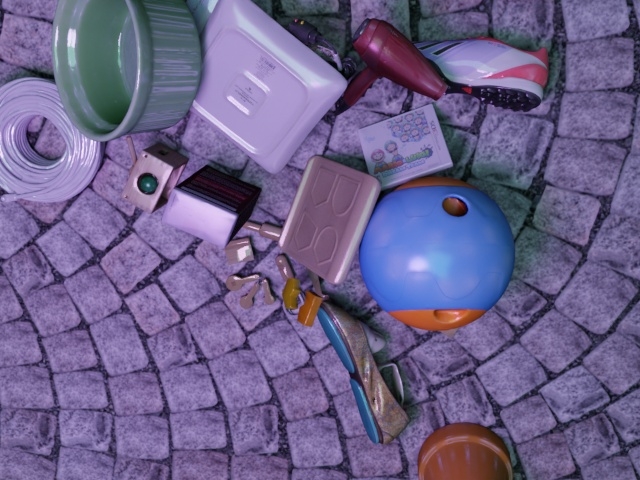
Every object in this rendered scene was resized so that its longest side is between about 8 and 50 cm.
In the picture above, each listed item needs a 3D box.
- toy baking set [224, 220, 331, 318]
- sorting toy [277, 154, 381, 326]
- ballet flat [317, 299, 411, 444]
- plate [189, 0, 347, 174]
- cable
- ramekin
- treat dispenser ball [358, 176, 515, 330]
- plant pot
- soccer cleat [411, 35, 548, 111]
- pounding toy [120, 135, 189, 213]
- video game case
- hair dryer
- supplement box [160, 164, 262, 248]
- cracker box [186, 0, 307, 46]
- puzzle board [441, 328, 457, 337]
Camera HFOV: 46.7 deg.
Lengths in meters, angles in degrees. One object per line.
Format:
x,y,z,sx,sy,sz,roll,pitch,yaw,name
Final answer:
-0.086,0.066,1.568,0.256,0.030,0.196,13,109,3,toy baking set
0.000,0.000,1.438,0.041,0.229,0.307,16,98,-36,sorting toy
0.100,0.263,1.564,0.123,0.123,0.348,-20,102,11,ballet flat
-0.131,-0.281,1.384,0.277,0.045,0.278,39,130,-6,plate
-0.567,-0.205,1.518,0.257,0.089,0.257,3,105,5,cable
-0.354,-0.337,1.361,0.303,0.148,0.303,11,106,43,ramekin
0.215,0.024,1.384,0.288,0.288,0.288,2,105,6,treat dispenser ball
0.309,0.521,1.561,0.205,0.188,0.205,2,105,6,plant pot
0.266,-0.335,1.390,0.318,0.108,0.116,15,78,10,soccer cleat
-0.344,-0.139,1.481,0.100,0.141,0.130,29,106,-1,pounding toy
0.161,-0.180,1.431,0.157,0.019,0.143,-19,63,11,video game case
0.093,-0.315,1.361,0.294,0.223,0.080,16,64,22,hair dryer
-0.204,-0.071,1.431,0.130,0.239,0.073,24,108,0,supplement box
-0.164,-0.382,1.432,0.232,0.067,0.155,36,106,-5,cracker box
0.246,0.135,1.555,0.128,0.011,0.096,29,105,-3,puzzle board
